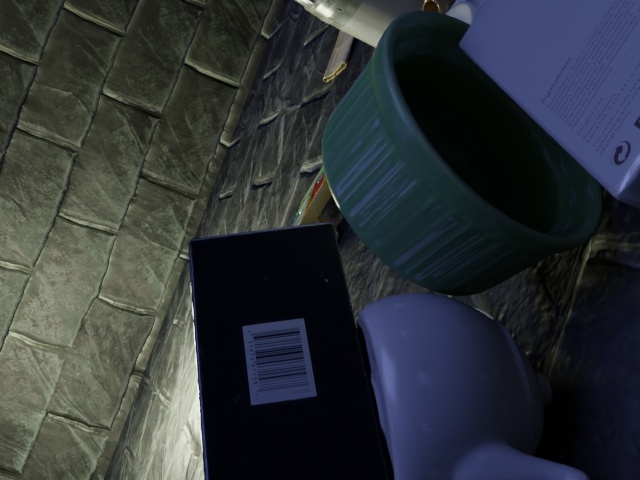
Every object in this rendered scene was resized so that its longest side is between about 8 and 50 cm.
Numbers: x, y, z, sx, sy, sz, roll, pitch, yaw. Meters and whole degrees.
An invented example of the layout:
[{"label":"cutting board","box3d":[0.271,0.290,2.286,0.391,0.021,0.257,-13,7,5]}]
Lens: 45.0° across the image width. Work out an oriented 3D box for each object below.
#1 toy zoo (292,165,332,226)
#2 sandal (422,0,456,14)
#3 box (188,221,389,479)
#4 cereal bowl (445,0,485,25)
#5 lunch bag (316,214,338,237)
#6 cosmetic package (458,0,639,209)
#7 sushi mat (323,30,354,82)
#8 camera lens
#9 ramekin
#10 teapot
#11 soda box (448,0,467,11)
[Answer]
[{"label":"toy zoo","box3d":[-0.012,-0.084,1.655,0.192,0.030,0.293,-58,7,29]},{"label":"sandal","box3d":[0.201,-0.378,1.310,0.240,0.079,0.088,-46,52,13]},{"label":"box","box3d":[-0.042,0.210,0.926,0.312,0.179,0.343,91,170,-54]},{"label":"cereal bowl","box3d":[0.224,-0.229,1.086,0.339,0.141,0.339,-55,23,37]},{"label":"lunch bag","box3d":[0.000,0.000,1.598,0.071,0.053,0.083,-94,24,-61]},{"label":"cosmetic package","box3d":[0.293,-0.141,0.674,0.156,0.217,0.385,-60,22,24]},{"label":"sushi mat","box3d":[0.080,-0.586,2.093,0.151,0.019,0.316,-19,51,65]},{"label":"camera lens","box3d":[0.109,-0.500,1.500,0.219,0.274,0.219,-55,22,35]},{"label":"ramekin","box3d":[0.148,-0.087,0.847,0.148,0.303,0.303,-43,30,41]},{"label":"teapot","box3d":[0.146,0.163,0.807,0.252,0.187,0.256,94,166,-69]},{"label":"soda box","box3d":[0.244,-0.350,1.256,0.216,0.069,0.074,-54,22,25]}]
